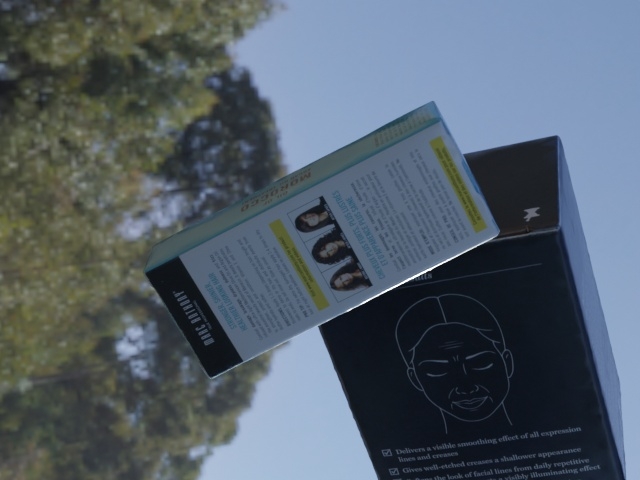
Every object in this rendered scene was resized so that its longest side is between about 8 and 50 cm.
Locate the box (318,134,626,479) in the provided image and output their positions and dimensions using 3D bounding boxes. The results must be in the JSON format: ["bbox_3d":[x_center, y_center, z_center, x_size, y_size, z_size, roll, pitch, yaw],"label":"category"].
[{"bbox_3d":[0.184,0.115,1.445,0.212,0.293,0.395,-74,149,-55],"label":"box"}]

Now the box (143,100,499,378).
[{"bbox_3d":[0.000,0.000,0.896,0.100,0.244,0.060,61,9,-18],"label":"box"}]
